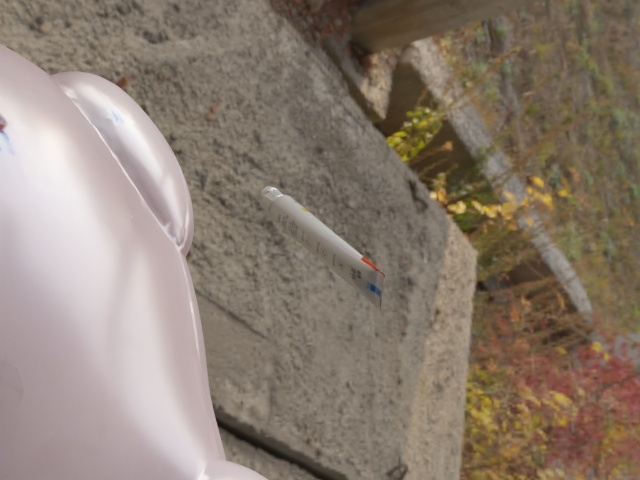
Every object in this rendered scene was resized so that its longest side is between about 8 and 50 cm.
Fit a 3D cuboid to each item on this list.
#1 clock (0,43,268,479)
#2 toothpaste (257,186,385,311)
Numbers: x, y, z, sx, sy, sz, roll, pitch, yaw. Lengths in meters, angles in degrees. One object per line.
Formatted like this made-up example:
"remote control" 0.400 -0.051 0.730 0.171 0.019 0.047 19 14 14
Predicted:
"clock" -0.219 0.068 0.399 0.376 0.368 0.250 50 -8 27
"toothpaste" 0.000 0.000 0.764 0.031 0.190 0.048 -25 136 -29
